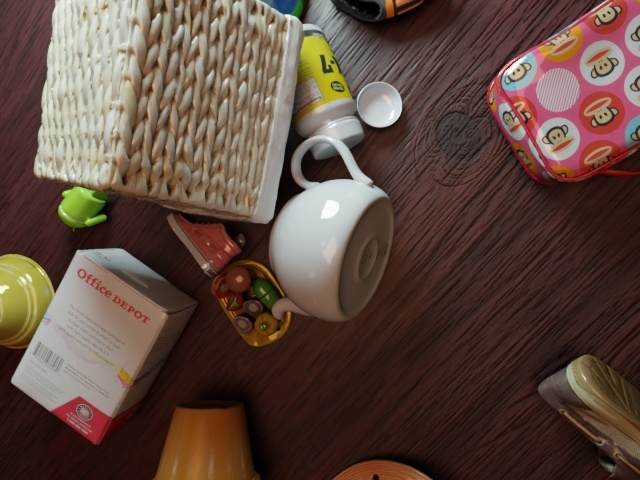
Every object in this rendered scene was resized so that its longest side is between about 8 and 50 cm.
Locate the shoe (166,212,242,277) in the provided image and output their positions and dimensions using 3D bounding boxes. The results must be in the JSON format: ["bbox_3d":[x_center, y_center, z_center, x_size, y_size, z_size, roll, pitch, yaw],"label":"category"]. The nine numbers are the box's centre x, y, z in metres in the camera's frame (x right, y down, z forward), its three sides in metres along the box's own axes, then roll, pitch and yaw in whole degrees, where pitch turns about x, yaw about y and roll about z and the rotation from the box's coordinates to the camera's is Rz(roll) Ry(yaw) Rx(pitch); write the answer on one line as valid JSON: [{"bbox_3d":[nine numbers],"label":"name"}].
[{"bbox_3d":[-0.227,-0.011,0.807,0.081,0.063,0.178,-40,59,-10],"label":"shoe"}]

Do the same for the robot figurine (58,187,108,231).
[{"bbox_3d":[-0.496,-0.075,0.859,0.101,0.067,0.115,45,99,12],"label":"robot figurine"}]

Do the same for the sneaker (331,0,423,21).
[{"bbox_3d":[0.062,-0.535,0.711,0.180,0.124,0.320,-27,87,9],"label":"sneaker"}]

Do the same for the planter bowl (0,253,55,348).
[{"bbox_3d":[-0.704,0.141,0.895,0.218,0.090,0.216,0,93,10],"label":"planter bowl"}]

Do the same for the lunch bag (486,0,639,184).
[{"bbox_3d":[0.450,-0.224,0.653,0.293,0.120,0.258,-30,87,10],"label":"lunch bag"}]

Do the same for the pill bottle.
[{"bbox_3d":[-0.008,-0.259,0.737,0.119,0.119,0.208,-25,88,10],"label":"pill bottle"}]

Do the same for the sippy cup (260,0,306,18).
[{"bbox_3d":[-0.154,-0.489,0.702,0.240,0.224,0.305,27,96,8],"label":"sippy cup"}]

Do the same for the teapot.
[{"bbox_3d":[0.000,0.000,0.698,0.187,0.252,0.255,19,64,27],"label":"teapot"}]

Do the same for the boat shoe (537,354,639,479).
[{"bbox_3d":[0.516,0.338,0.678,0.342,0.123,0.123,40,128,2],"label":"boat shoe"}]

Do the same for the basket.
[{"bbox_3d":[-0.245,-0.210,0.650,0.329,0.267,0.330,12,94,41],"label":"basket"}]

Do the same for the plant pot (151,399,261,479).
[{"bbox_3d":[-0.212,0.405,0.771,0.206,0.205,0.187,-3,77,11],"label":"plant pot"}]

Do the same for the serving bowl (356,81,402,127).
[{"bbox_3d":[0.106,-0.245,0.758,0.084,0.027,0.083,0,88,-5],"label":"serving bowl"}]

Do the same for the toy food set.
[{"bbox_3d":[-0.150,0.108,0.800,0.128,0.071,0.217,-36,85,10],"label":"toy food set"}]

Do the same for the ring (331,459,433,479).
[{"bbox_3d":[0.123,0.574,0.723,0.337,0.032,0.336,-12,65,27],"label":"ring"}]

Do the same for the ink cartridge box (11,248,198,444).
[{"bbox_3d":[-0.425,0.201,0.825,0.226,0.131,0.306,33,96,8],"label":"ink cartridge box"}]
